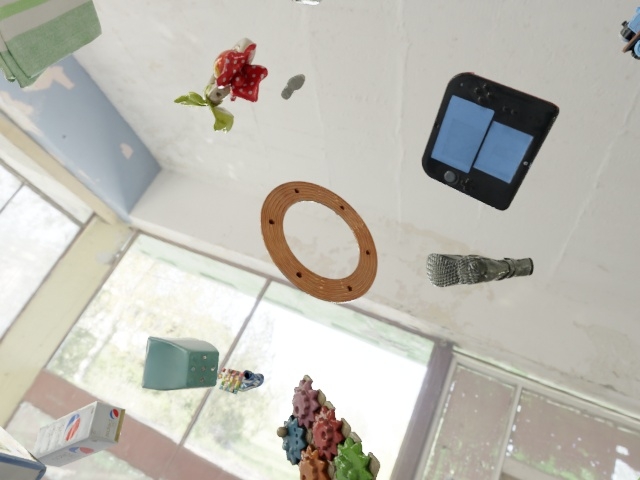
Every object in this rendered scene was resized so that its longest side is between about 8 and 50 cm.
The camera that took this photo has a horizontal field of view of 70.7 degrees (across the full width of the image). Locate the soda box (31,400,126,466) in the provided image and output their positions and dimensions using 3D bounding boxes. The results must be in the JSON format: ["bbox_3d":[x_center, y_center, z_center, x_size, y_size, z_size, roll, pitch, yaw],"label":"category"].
[{"bbox_3d":[-0.503,0.404,0.934,0.216,0.073,0.069,-29,-46,26],"label":"soda box"}]

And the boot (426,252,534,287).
[{"bbox_3d":[0.378,0.072,1.094,0.161,0.083,0.246,-1,0,-18],"label":"boot"}]

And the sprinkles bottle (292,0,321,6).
[{"bbox_3d":[-0.150,-0.533,0.824,0.356,0.121,0.121,-2,-6,-32],"label":"sprinkles bottle"}]

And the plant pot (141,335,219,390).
[{"bbox_3d":[-0.429,0.395,1.425,0.166,0.165,0.234,13,-14,-42],"label":"plant pot"}]

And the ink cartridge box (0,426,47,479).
[{"bbox_3d":[-0.600,0.231,0.575,0.396,0.151,0.269,22,-29,21],"label":"ink cartridge box"}]

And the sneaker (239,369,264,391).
[{"bbox_3d":[-0.240,0.478,1.563,0.053,0.059,0.144,12,5,27],"label":"sneaker"}]

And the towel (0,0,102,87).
[{"bbox_3d":[-0.365,-0.386,0.546,0.038,0.247,0.324,4,-49,2],"label":"towel"}]

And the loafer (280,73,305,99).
[{"bbox_3d":[-0.085,-0.498,1.442,0.045,0.039,0.125,43,-35,-15],"label":"loafer"}]

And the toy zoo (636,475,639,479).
[{"bbox_3d":[0.590,0.320,0.656,0.192,0.293,0.030,41,-4,-14],"label":"toy zoo"}]

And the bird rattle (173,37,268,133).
[{"bbox_3d":[-0.208,-0.366,0.991,0.143,0.206,0.254,25,-33,-24],"label":"bird rattle"}]

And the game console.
[{"bbox_3d":[0.524,-0.319,1.468,0.342,0.060,0.386,34,-45,25],"label":"game console"}]

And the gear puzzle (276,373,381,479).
[{"bbox_3d":[0.017,0.381,0.730,0.044,0.175,0.339,8,15,-34],"label":"gear puzzle"}]

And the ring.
[{"bbox_3d":[0.000,0.000,1.096,0.337,0.336,0.032,32,-45,-15],"label":"ring"}]

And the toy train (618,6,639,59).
[{"bbox_3d":[0.742,-0.489,0.986,0.105,0.080,0.184,58,-24,18],"label":"toy train"}]

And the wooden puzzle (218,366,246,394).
[{"bbox_3d":[-0.199,0.315,1.010,0.084,0.049,0.006,4,-30,30],"label":"wooden puzzle"}]
